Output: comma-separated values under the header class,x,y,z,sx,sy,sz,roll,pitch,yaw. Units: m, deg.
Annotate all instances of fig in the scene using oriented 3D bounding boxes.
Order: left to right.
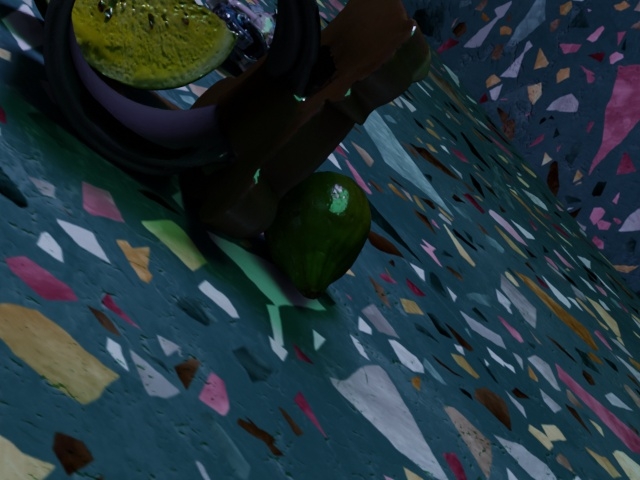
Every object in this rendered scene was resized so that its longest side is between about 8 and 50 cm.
class,x,y,z,sx,sy,sz,roll,pitch,yaw
fig,0.000,0.000,1.509,0.123,0.123,0.156,32,31,-34

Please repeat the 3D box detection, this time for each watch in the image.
class,x,y,z,sx,sy,sz,roll,pitch,yaw
watch,-0.110,-0.225,1.426,0.327,0.335,0.314,46,13,-26

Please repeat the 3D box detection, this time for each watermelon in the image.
class,x,y,z,sx,sy,sz,roll,pitch,yaw
watermelon,-0.232,-0.257,1.578,0.301,0.129,0.123,22,23,-39

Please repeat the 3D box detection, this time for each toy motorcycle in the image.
class,x,y,z,sx,sy,sz,roll,pitch,yaw
toy motorcycle,-0.104,-0.316,2.104,0.239,0.108,0.204,63,2,-47
